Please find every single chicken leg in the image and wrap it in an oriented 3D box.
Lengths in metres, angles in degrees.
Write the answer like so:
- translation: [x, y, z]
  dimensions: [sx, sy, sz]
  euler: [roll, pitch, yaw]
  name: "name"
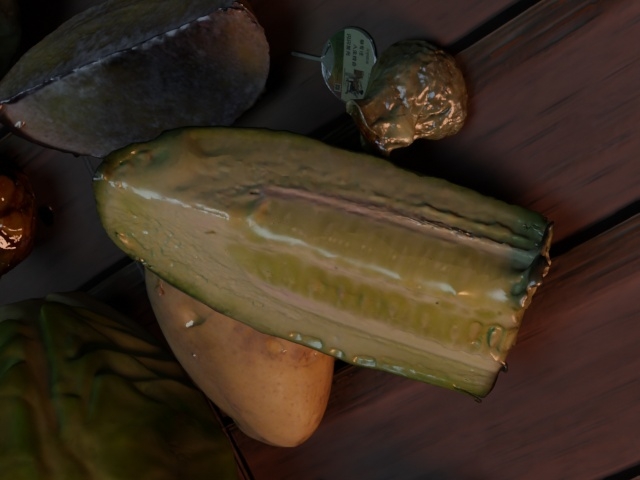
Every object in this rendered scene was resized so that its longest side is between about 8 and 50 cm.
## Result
- translation: [-0.363, -0.056, 1.640]
  dimensions: [0.304, 0.093, 0.113]
  euler: [30, 101, 39]
  name: "chicken leg"

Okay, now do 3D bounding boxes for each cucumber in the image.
- translation: [0.000, 0.000, 1.266]
  dimensions: [0.325, 0.105, 0.145]
  euler: [16, 138, 6]
  name: "cucumber"

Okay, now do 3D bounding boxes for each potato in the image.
- translation: [-0.066, 0.049, 1.388]
  dimensions: [0.161, 0.128, 0.235]
  euler: [19, 121, 38]
  name: "potato"
- translation: [-0.131, -0.144, 1.424]
  dimensions: [0.261, 0.100, 0.120]
  euler: [-17, 132, 28]
  name: "potato"

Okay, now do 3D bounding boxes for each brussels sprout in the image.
- translation: [-0.221, 0.204, 1.460]
  dimensions: [0.281, 0.289, 0.355]
  euler: [114, 140, -51]
  name: "brussels sprout"

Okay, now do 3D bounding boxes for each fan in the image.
- translation: [0.015, -0.130, 1.343]
  dimensions: [0.080, 0.003, 0.060]
  euler: [-18, 91, 42]
  name: "fan"

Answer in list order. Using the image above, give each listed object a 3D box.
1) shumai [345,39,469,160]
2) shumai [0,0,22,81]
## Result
- translation: [0.055, -0.103, 1.266]
  dimensions: [0.082, 0.080, 0.083]
  euler: [-42, 75, 38]
  name: "shumai"
- translation: [-0.387, -0.159, 1.419]
  dimensions: [0.272, 0.204, 0.222]
  euler: [-1, 125, 2]
  name: "shumai"
